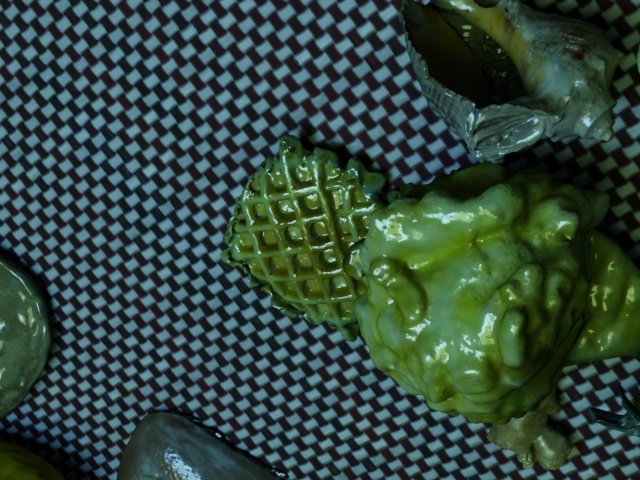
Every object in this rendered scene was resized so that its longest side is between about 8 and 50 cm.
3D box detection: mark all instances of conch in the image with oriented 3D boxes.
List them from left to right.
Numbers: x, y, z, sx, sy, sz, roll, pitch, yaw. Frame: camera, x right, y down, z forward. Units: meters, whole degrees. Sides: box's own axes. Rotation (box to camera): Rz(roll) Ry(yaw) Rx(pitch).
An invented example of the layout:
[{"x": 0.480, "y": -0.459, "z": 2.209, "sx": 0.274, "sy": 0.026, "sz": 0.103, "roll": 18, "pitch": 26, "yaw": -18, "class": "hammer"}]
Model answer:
[{"x": 0.167, "y": -0.162, "z": 1.303, "sx": 0.245, "sy": 0.178, "sz": 0.163, "roll": 46, "pitch": 119, "yaw": 19, "class": "conch"}]

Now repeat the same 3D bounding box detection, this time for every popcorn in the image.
[{"x": 0.167, "y": 0.042, "z": 1.356, "sx": 0.237, "sy": 0.293, "sz": 0.293, "roll": 54, "pitch": 129, "yaw": 28, "class": "popcorn"}]

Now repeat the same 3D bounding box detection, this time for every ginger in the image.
[{"x": 0.214, "y": 0.148, "z": 1.508, "sx": 0.193, "sy": 0.052, "sz": 0.176, "roll": 33, "pitch": 124, "yaw": 6, "class": "ginger"}]

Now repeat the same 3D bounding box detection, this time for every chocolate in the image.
[{"x": -0.143, "y": 0.328, "z": 1.741, "sx": 0.261, "sy": 0.083, "sz": 0.161, "roll": 29, "pitch": 125, "yaw": 6, "class": "chocolate"}]

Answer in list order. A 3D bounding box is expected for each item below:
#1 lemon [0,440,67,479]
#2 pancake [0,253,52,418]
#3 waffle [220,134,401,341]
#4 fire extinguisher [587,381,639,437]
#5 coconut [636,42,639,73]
[{"x": -0.442, "y": 0.403, "z": 1.794, "sx": 0.297, "sy": 0.297, "sz": 0.297, "roll": 10, "pitch": 119, "yaw": 19, "class": "lemon"}, {"x": -0.464, "y": 0.104, "z": 1.785, "sx": 0.294, "sy": 0.049, "sz": 0.294, "roll": 9, "pitch": 115, "yaw": 20, "class": "pancake"}, {"x": 0.000, "y": 0.000, "z": 1.523, "sx": 0.208, "sy": 0.054, "sz": 0.214, "roll": 33, "pitch": 122, "yaw": 0, "class": "waffle"}, {"x": 0.412, "y": 0.123, "z": 1.380, "sx": 0.114, "sy": 0.095, "sz": 0.311, "roll": 36, "pitch": 126, "yaw": -15, "class": "fire extinguisher"}, {"x": 0.337, "y": -0.169, "z": 1.271, "sx": 0.088, "sy": 0.096, "sz": 0.088, "roll": 42, "pitch": 139, "yaw": 49, "class": "coconut"}]
